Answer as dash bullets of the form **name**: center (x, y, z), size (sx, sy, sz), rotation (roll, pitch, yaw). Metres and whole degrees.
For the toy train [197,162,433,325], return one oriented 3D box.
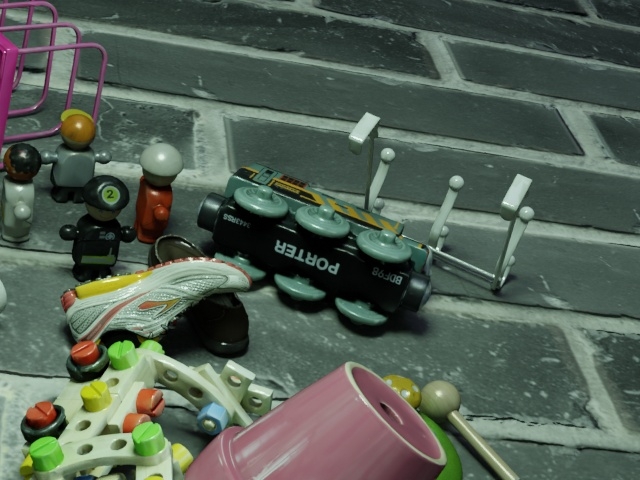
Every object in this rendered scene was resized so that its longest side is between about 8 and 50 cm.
- **toy train**: center (0.000, 0.000, 1.668), size (0.334, 0.142, 0.190), rotation (20, 22, 6)

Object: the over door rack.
- **over door rack**: center (0.173, -0.062, 1.685), size (0.239, 0.324, 0.108), rotation (23, 72, 13)

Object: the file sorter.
- **file sorter**: center (-0.475, -0.261, 1.795), size (0.182, 0.202, 0.290), rotation (-14, 42, -43)

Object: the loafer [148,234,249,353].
- **loafer**: center (-0.149, 0.052, 1.562), size (0.080, 0.078, 0.220), rotation (-10, 40, -36)

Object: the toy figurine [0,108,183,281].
- **toy figurine**: center (-0.309, -0.070, 1.614), size (0.209, 0.148, 0.213), rotation (27, 33, 16)

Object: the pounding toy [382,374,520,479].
- **pounding toy**: center (0.106, 0.213, 1.388), size (0.237, 0.110, 0.183), rotation (-7, 36, -34)

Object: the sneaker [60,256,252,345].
- **sneaker**: center (-0.191, 0.080, 1.455), size (0.225, 0.088, 0.093), rotation (-15, 80, -2)

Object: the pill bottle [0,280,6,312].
- **pill bottle**: center (-0.428, 0.084, 1.386), size (0.078, 0.078, 0.137), rotation (27, 33, 17)

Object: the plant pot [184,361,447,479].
- **plant pot**: center (0.007, 0.216, 1.103), size (0.201, 0.180, 0.201), rotation (42, 10, -10)

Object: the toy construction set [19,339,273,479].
- **toy construction set**: center (-0.182, 0.195, 1.254), size (0.215, 0.151, 0.327), rotation (0, 18, 21)
